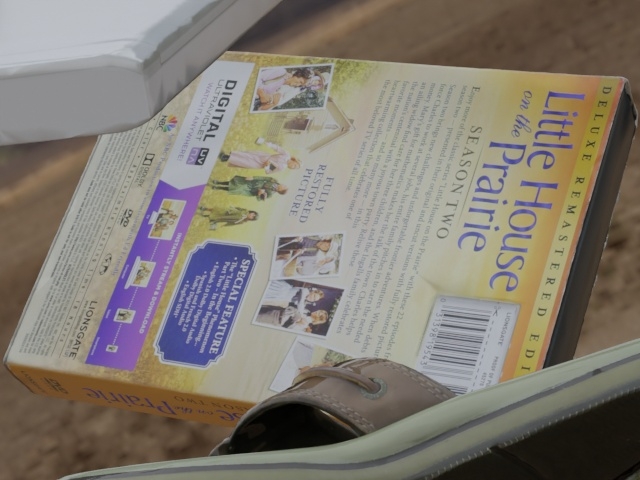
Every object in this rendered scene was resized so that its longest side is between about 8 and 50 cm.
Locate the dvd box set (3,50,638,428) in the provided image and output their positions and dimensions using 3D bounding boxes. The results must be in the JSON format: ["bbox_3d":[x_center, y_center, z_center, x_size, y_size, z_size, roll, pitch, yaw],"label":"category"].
[{"bbox_3d":[0.000,0.000,1.349,0.420,0.062,0.307,6,62,25],"label":"dvd box set"}]

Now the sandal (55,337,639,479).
[{"bbox_3d":[0.032,0.095,0.721,0.303,0.120,0.086,-14,40,0],"label":"sandal"}]

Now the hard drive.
[{"bbox_3d":[-0.146,-0.106,0.965,0.203,0.040,0.307,-6,18,13],"label":"hard drive"}]
